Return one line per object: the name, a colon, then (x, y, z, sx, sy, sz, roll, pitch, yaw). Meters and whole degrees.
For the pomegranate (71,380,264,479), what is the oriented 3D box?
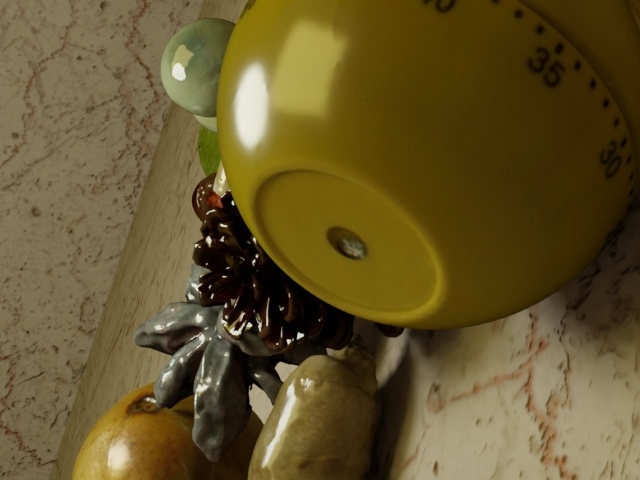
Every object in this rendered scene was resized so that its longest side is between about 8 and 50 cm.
pomegranate: (-0.189, 0.317, 1.349, 0.307, 0.307, 0.307, -163, 90, -72)

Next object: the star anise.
star anise: (-0.086, 0.087, 1.258, 0.139, 0.316, 0.359, 66, -148, -51)

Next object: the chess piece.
chess piece: (-0.108, -0.209, 1.480, 0.330, 0.182, 0.182, 28, -104, -66)

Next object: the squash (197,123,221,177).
squash: (-0.202, -0.259, 2.206, 0.169, 0.093, 0.252, -96, 29, -46)

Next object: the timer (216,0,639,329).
timer: (0.110, -0.127, 0.849, 0.387, 0.376, 0.376, -57, 9, -29)

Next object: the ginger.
ginger: (-0.002, 0.230, 1.124, 0.138, 0.152, 0.267, 46, -135, -62)

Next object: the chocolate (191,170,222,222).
chocolate: (-0.160, -0.071, 1.857, 0.127, 0.133, 0.124, -45, 29, 51)

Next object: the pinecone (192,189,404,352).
pinecone: (-0.002, 0.000, 1.082, 0.246, 0.292, 0.246, 25, 123, 45)

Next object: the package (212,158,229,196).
package: (0.023, -0.160, 1.354, 0.165, 0.221, 0.311, 46, 120, 46)
